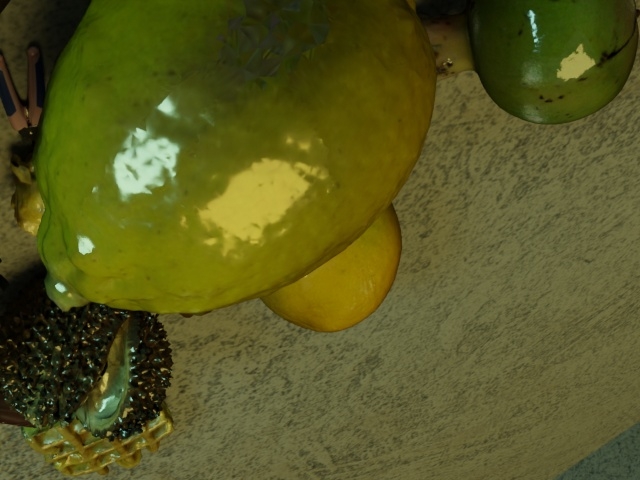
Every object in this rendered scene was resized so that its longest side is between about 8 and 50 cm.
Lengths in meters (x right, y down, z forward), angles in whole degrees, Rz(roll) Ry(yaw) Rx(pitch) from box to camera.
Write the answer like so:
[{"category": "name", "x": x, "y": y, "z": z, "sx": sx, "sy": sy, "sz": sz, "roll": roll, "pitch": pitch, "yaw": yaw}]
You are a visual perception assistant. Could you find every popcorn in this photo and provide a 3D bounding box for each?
[{"category": "popcorn", "x": -0.233, "y": -0.050, "z": 0.902, "sx": 0.084, "sy": 0.084, "sz": 0.084, "roll": -19, "pitch": 148, "yaw": -13}]

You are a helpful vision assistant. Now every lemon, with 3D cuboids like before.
[{"category": "lemon", "x": -0.065, "y": -0.090, "z": 0.763, "sx": 0.285, "sy": 0.285, "sz": 0.316, "roll": 11, "pitch": 128, "yaw": -46}]

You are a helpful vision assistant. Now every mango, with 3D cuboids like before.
[{"category": "mango", "x": 0.000, "y": 0.000, "z": 1.107, "sx": 0.177, "sy": 0.119, "sz": 0.316, "roll": -22, "pitch": 139, "yaw": -4}]

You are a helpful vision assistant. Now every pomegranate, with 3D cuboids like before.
[{"category": "pomegranate", "x": 0.192, "y": -0.185, "z": 0.935, "sx": 0.179, "sy": 0.179, "sz": 0.211, "roll": 8, "pitch": 154, "yaw": -44}]

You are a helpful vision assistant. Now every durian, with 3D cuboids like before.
[{"category": "durian", "x": -0.232, "y": 0.108, "z": 1.046, "sx": 0.196, "sy": 0.167, "sz": 0.196, "roll": -35, "pitch": 142, "yaw": -33}]

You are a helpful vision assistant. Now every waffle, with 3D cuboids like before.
[{"category": "waffle", "x": -0.275, "y": 0.241, "z": 1.296, "sx": 0.161, "sy": 0.055, "sz": 0.211, "roll": -23, "pitch": 149, "yaw": -8}]

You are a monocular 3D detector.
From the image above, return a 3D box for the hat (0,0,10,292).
[{"category": "hat", "x": -0.277, "y": -0.068, "z": 0.658, "sx": 0.336, "sy": 0.209, "sz": 0.238, "roll": -32, "pitch": 173, "yaw": 12}]

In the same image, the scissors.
[{"category": "scissors", "x": -0.245, "y": -0.115, "z": 0.841, "sx": 0.039, "sy": 0.012, "sz": 0.113, "roll": -16, "pitch": 147, "yaw": -17}]

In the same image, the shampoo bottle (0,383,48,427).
[{"category": "shampoo bottle", "x": -0.382, "y": 0.156, "z": 1.081, "sx": 0.068, "sy": 0.067, "sz": 0.236, "roll": -31, "pitch": 150, "yaw": 23}]

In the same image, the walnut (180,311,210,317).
[{"category": "walnut", "x": -0.125, "y": -0.011, "z": 0.980, "sx": 0.137, "sy": 0.137, "sz": 0.245, "roll": -10, "pitch": 141, "yaw": -26}]
